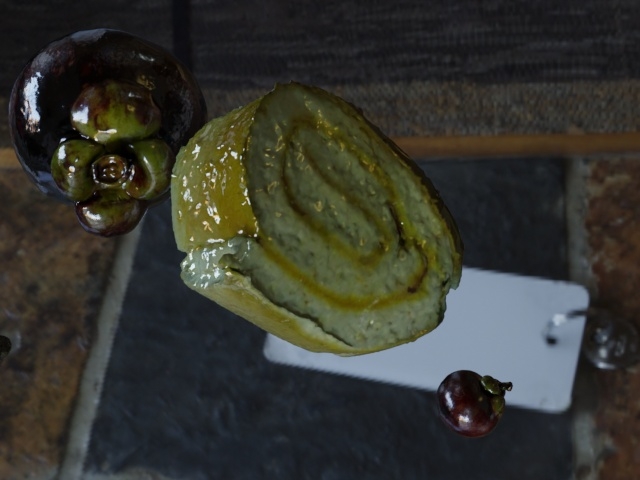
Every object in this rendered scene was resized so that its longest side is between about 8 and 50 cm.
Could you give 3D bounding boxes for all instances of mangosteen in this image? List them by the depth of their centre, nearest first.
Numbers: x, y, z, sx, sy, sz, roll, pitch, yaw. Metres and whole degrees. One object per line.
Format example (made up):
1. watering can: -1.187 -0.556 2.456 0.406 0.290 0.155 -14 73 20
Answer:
1. mangosteen: 0.171 0.183 1.211 0.081 0.081 0.081 -5 56 8
2. mangosteen: -0.310 -0.153 1.577 0.297 0.297 0.313 -13 74 2

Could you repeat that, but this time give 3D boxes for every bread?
1. bread: 0.000 0.000 0.863 0.124 0.257 0.185 -13 46 58

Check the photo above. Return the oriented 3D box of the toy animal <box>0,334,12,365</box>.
1. toy animal: -0.284 0.143 0.711 0.082 0.137 0.269 28 29 -13
